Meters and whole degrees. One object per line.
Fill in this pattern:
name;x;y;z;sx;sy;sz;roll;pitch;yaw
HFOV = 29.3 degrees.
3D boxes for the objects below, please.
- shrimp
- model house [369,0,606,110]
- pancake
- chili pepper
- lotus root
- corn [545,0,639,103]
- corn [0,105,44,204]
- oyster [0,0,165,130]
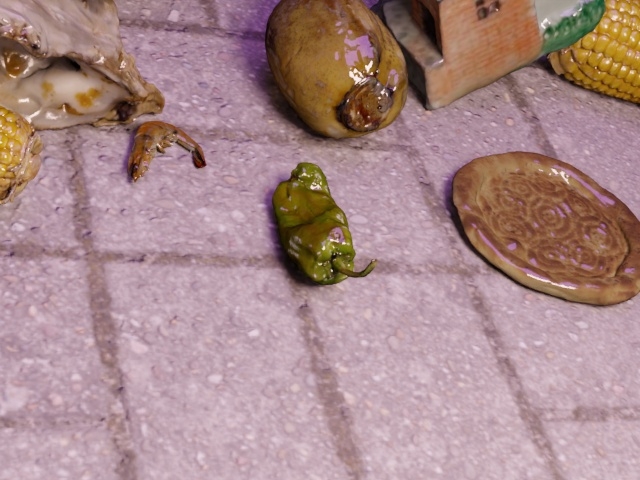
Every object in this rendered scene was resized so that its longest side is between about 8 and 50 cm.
shrimp;-0.161;-0.089;1.294;0.083;0.023;0.114;22;36;-5
model house;0.190;-0.368;1.467;0.267;0.325;0.194;-26;55;-8
pancake;0.266;-0.022;1.404;0.250;0.031;0.250;12;40;-10
chili pepper;-0.002;-0.001;1.232;0.072;0.073;0.204;-10;35;-9
lotus root;0.008;-0.228;1.434;0.154;0.154;0.278;0;45;-24
corn;0.487;-0.238;1.664;0.387;0.144;0.144;16;40;-11
corn;-0.406;-0.113;1.156;0.293;0.106;0.106;19;40;2
oyster;-0.289;-0.195;1.222;0.341;0.166;0.110;1;63;-44
